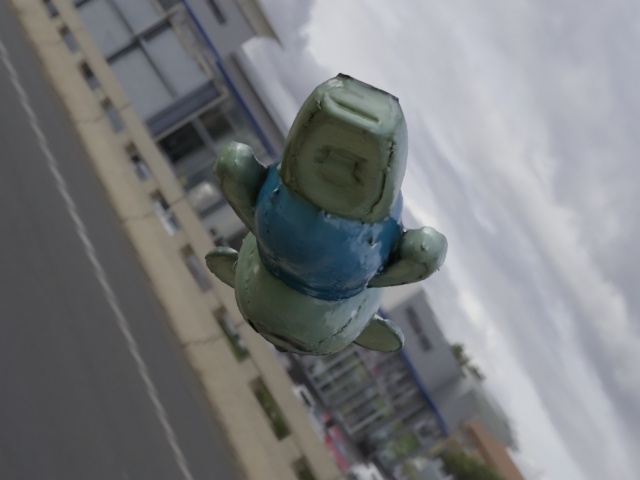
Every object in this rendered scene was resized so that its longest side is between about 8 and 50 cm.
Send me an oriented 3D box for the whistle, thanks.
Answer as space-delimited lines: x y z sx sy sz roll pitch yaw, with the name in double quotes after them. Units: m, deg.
0.000 0.000 0.580 0.114 0.077 0.235 26 -23 4 "whistle"
